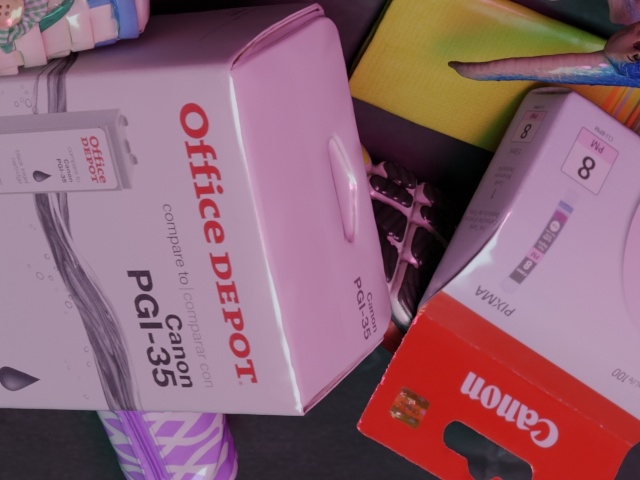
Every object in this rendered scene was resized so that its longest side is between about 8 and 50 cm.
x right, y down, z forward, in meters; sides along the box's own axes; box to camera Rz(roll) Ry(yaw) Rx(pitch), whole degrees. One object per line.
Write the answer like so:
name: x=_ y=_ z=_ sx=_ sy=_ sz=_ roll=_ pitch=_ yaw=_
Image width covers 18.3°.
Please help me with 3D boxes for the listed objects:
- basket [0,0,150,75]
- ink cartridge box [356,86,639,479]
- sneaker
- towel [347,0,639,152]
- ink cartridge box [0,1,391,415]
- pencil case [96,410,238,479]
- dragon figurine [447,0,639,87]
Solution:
basket: x=-0.236 y=-0.197 z=1.012 sx=0.289 sy=0.201 sz=0.254 roll=-5 pitch=131 yaw=-5
ink cartridge box: x=0.155 y=0.053 z=1.192 sx=0.189 sy=0.232 sz=0.066 roll=32 pitch=166 yaw=-25
sneaker: x=0.000 y=0.000 z=1.237 sx=0.279 sy=0.107 sz=0.118 roll=43 pitch=132 yaw=-7
towel: x=0.141 y=-0.091 z=1.213 sx=0.237 sy=0.021 sz=0.102 roll=19 pitch=125 yaw=-14
ink cartridge box: x=-0.123 y=-0.016 z=1.131 sx=0.283 sy=0.117 sz=0.207 roll=-1 pitch=111 yaw=29
pencil case: x=-0.117 y=0.098 z=1.340 sx=0.086 sy=0.088 sz=0.206 roll=-10 pitch=131 yaw=13
dragon figurine: x=0.225 y=-0.103 z=1.110 sx=0.289 sy=0.085 sz=0.144 roll=-24 pitch=135 yaw=20
